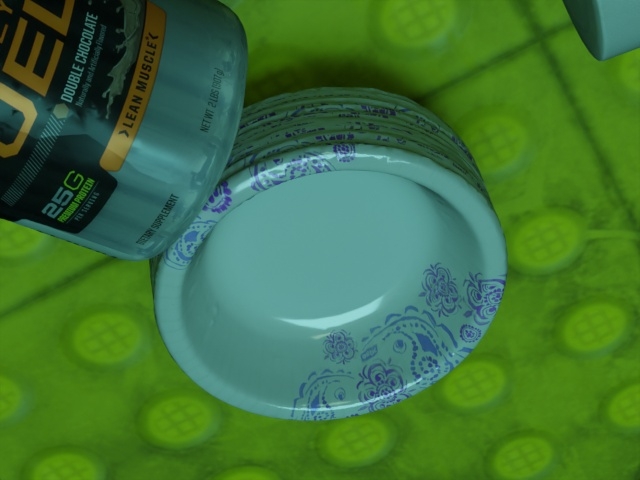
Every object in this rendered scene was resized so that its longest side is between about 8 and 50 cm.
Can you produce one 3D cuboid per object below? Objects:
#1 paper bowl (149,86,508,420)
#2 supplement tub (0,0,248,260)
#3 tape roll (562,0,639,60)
[{"bbox_3d":[0.000,0.000,1.301,0.284,0.148,0.284,-6,131,-7],"label":"paper bowl"},{"bbox_3d":[-0.237,-0.129,1.108,0.338,0.207,0.207,20,122,-26],"label":"supplement tub"},{"bbox_3d":[0.226,-0.262,1.070,0.169,0.246,0.246,-20,130,4],"label":"tape roll"}]
